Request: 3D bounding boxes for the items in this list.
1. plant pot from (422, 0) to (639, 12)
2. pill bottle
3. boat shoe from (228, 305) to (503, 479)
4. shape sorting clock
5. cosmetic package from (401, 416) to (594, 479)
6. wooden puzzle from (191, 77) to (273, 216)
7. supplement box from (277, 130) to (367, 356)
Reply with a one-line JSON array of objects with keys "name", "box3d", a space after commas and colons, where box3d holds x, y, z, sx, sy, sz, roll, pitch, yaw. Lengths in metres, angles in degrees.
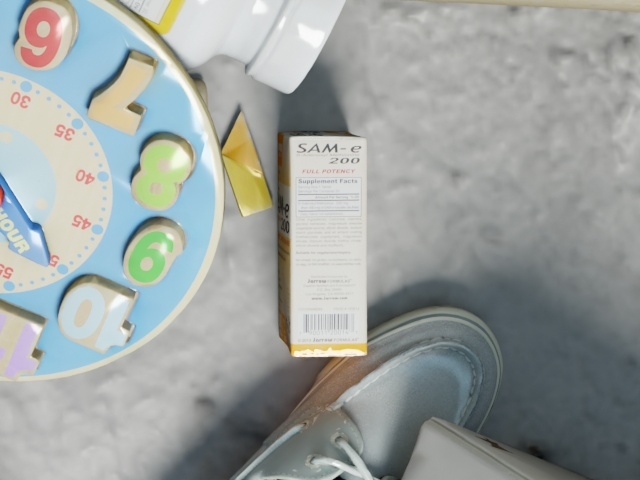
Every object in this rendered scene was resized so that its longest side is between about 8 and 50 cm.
[{"name": "plant pot", "box3d": [0.108, -0.208, 0.690, 0.306, 0.334, 0.333, -3, 97, 23]}, {"name": "pill bottle", "box3d": [-0.080, -0.136, 0.834, 0.184, 0.103, 0.103, 26, 91, -10]}, {"name": "boat shoe", "box3d": [0.000, 0.122, 0.879, 0.227, 0.081, 0.079, -43, 99, -2]}, {"name": "shape sorting clock", "box3d": [-0.144, -0.025, 0.835, 0.206, 0.040, 0.206, 3, 123, 5]}, {"name": "cosmetic package", "box3d": [0.076, 0.287, 0.843, 0.197, 0.155, 0.365, 22, 94, -34]}, {"name": "wooden puzzle", "box3d": [-0.083, -0.038, 0.888, 0.116, 0.014, 0.078, -9, 96, -7]}, {"name": "supplement box", "box3d": [0.000, 0.000, 0.878, 0.036, 0.062, 0.098, -1, 95, -6]}]
